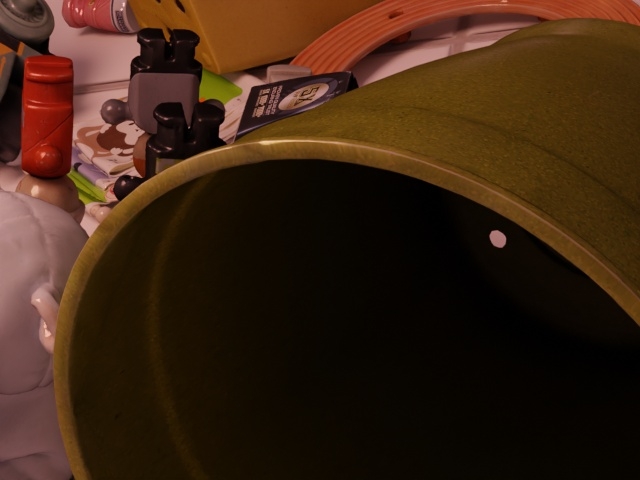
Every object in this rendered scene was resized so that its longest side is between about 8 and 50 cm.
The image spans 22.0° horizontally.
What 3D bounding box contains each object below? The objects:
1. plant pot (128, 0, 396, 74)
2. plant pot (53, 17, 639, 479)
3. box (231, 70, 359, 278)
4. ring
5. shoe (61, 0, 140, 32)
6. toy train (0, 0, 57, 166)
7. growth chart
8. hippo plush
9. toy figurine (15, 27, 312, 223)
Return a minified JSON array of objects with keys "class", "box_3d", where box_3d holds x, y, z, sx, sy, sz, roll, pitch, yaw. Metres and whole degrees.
[{"class":"plant pot","box_3d":[-0.082,-0.274,1.528,0.187,0.212,0.212,-37,39,-19]},{"class":"plant pot","box_3d":[0.105,0.045,0.916,0.366,0.366,0.353,4,28,29]},{"class":"box","box_3d":[0.000,0.000,1.126,0.077,0.180,0.147,-7,35,17]},{"class":"ring","box_3d":[0.117,-0.130,1.387,0.337,0.032,0.336,-11,36,8]},{"class":"shoe","box_3d":[-0.200,-0.279,1.707,0.081,0.063,0.178,5,45,22]},{"class":"toy train","box_3d":[-0.381,-0.189,1.473,0.142,0.334,0.190,-42,29,33]},{"class":"growth chart","box_3d":[-0.151,-0.099,1.474,0.237,0.021,0.172,-37,39,-27]},{"class":"hippo plush","box_3d":[-0.177,0.096,0.964,0.294,0.236,0.234,-23,62,-17]},{"class":"toy figurine","box_3d":[-0.115,-0.062,1.263,0.213,0.148,0.209,19,26,29]}]
